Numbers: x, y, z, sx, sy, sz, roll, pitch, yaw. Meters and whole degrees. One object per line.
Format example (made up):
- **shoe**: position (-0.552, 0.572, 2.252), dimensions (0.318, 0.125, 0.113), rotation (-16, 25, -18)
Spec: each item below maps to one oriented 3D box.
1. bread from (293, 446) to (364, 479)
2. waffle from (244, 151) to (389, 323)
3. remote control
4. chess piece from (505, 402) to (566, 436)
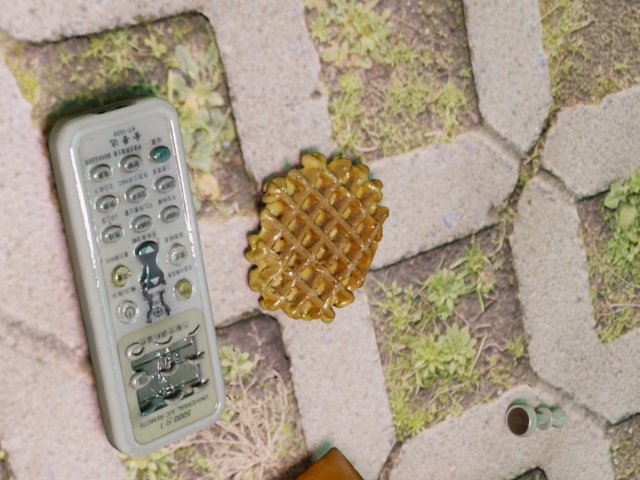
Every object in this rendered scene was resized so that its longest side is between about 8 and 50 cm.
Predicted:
- **bread**: position (-0.063, 0.366, 1.423), dimensions (0.138, 0.077, 0.361), rotation (46, 51, 10)
- **waffle**: position (-0.003, -0.003, 1.480), dimensions (0.191, 0.038, 0.191), rotation (-10, 106, -37)
- **remote control**: position (-0.173, 0.035, 1.332), dimensions (0.128, 0.065, 0.335), rotation (-22, 113, -36)
- **chess piece**: position (0.273, 0.221, 1.756), dimensions (0.093, 0.042, 0.042), rotation (2, 99, -45)
